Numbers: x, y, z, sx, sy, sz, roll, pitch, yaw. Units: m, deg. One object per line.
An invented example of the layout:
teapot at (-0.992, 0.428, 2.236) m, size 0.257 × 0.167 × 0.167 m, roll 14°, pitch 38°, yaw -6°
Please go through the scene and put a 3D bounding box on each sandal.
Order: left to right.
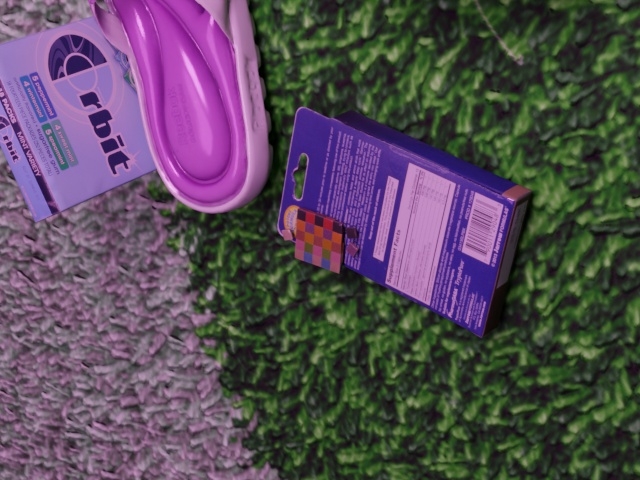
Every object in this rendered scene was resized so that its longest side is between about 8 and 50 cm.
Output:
sandal at (-0.150, -0.220, 1.330) m, size 0.169 × 0.102 × 0.416 m, roll -19°, pitch 96°, yaw 34°

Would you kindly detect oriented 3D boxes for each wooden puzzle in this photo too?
wooden puzzle at (0.000, 0.000, 1.336) m, size 0.083 × 0.006 × 0.049 m, roll 20°, pitch 120°, yaw 31°

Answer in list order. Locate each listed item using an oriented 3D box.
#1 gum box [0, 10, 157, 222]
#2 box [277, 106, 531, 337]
gum box at (-0.220, -0.120, 1.379) m, size 0.041 × 0.184 × 0.157 m, roll -19°, pitch 97°, yaw 40°
box at (0.067, -0.024, 1.301) m, size 0.225 × 0.036 × 0.136 m, roll 26°, pitch 123°, yaw 26°
